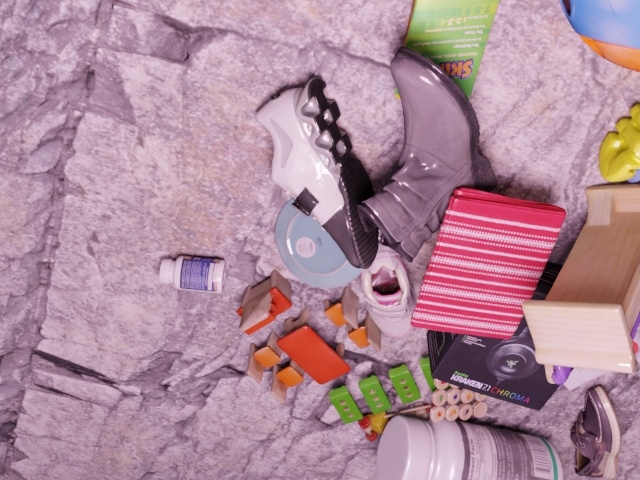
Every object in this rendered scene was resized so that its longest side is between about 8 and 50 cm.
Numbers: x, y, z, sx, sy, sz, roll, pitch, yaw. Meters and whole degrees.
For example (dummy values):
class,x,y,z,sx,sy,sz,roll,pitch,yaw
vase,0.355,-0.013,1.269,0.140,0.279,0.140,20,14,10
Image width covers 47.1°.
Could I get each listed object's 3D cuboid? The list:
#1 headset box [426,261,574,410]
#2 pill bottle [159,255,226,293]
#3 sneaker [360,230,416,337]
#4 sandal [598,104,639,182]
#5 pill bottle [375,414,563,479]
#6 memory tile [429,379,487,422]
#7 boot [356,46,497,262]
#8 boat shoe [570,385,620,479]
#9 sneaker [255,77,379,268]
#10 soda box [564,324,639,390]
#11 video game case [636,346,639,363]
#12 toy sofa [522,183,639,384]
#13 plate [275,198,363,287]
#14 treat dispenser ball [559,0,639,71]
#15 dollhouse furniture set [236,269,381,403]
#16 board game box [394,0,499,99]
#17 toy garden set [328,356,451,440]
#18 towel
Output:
class,x,y,z,sx,sy,sz,roll,pitch,yaw
headset box,0.378,0.161,1.411,0.247,0.131,0.283,19,123,-11
pill bottle,-0.245,0.064,1.413,0.120,0.067,0.067,5,125,-1
sneaker,0.124,0.100,1.392,0.103,0.111,0.252,-12,124,11
sandal,0.584,-0.209,1.156,0.138,0.126,0.317,18,132,-14
pill bottle,0.317,0.496,1.588,0.361,0.204,0.204,15,125,-14
memory tile,0.296,0.327,1.547,0.148,0.012,0.113,1,102,-28
boot,0.143,-0.115,1.154,0.223,0.118,0.338,-41,129,-5
boat shoe,0.597,0.434,1.613,0.093,0.102,0.285,-13,130,6
sneaker,-0.005,-0.098,1.250,0.146,0.122,0.330,-15,104,30
soda box,0.570,0.213,1.476,0.216,0.069,0.074,-35,117,23
video game case,0.721,0.064,1.285,0.329,0.036,0.299,-15,130,-26
toy sofa,0.473,0.069,1.189,0.150,0.362,0.177,-1,123,40
plate,0.000,0.000,1.333,0.188,0.024,0.188,5,106,19
treat dispenser ball,0.453,-0.362,0.943,0.288,0.288,0.288,1,125,2
dollhouse furniture set,-0.046,0.196,1.454,0.262,0.135,0.259,-32,118,23
board game box,0.199,-0.331,1.131,0.124,0.039,0.259,9,123,-3
toy garden set,0.162,0.339,1.596,0.244,0.049,0.203,-20,132,7
towel,0.277,0.046,1.239,0.199,0.031,0.274,9,121,-9
